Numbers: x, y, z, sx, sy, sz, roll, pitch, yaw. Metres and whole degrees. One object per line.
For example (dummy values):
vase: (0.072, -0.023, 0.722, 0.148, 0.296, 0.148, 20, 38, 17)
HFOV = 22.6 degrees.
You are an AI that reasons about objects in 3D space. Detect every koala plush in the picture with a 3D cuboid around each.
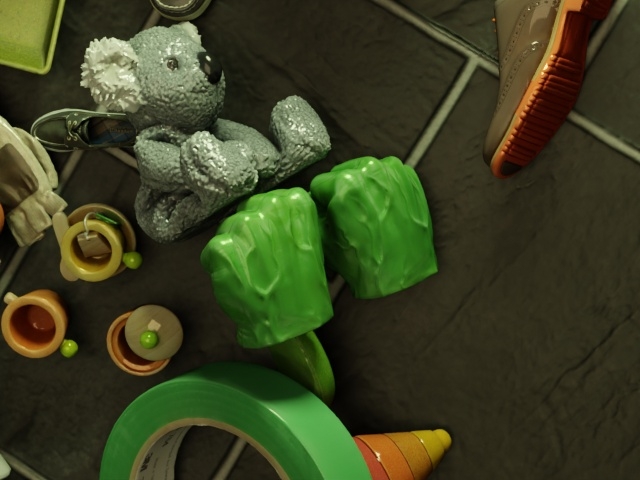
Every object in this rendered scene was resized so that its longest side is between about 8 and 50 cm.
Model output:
koala plush: (-0.146, -0.127, 1.689, 0.203, 0.196, 0.221, -32, 87, 42)

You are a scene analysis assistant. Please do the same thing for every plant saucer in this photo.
plant saucer: (-0.363, -0.296, 1.792, 0.188, 0.045, 0.188, 15, 97, 11)

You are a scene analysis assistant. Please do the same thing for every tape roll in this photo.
tape roll: (-0.089, 0.291, 1.699, 0.321, 0.077, 0.321, 9, 107, 31)

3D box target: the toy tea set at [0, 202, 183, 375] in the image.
toy tea set: (-0.310, 0.052, 1.738, 0.336, 0.124, 0.200, 9, 107, 5)

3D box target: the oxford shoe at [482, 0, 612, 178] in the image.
oxford shoe: (0.221, -0.197, 1.664, 0.098, 0.097, 0.271, 26, 95, 29)

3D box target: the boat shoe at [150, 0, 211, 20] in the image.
boat shoe: (-0.148, -0.380, 1.716, 0.103, 0.092, 0.285, 11, 96, 11)

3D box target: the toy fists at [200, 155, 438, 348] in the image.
toy fists: (0.000, 0.000, 1.647, 0.096, 0.279, 0.142, 7, 113, 54)

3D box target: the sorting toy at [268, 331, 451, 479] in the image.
sorting toy: (0.029, 0.130, 1.728, 0.126, 0.127, 0.365, -26, 85, -17)

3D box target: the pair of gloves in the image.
pair of gloves: (-0.414, -0.051, 1.821, 0.240, 0.042, 0.204, -40, 91, 17)

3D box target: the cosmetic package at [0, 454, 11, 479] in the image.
cosmetic package: (-0.511, 0.230, 1.685, 0.156, 0.385, 0.217, -32, 87, 12)

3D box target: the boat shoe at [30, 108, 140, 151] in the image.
boat shoe: (-0.259, -0.123, 1.784, 0.142, 0.040, 0.049, -1, 93, 12)
